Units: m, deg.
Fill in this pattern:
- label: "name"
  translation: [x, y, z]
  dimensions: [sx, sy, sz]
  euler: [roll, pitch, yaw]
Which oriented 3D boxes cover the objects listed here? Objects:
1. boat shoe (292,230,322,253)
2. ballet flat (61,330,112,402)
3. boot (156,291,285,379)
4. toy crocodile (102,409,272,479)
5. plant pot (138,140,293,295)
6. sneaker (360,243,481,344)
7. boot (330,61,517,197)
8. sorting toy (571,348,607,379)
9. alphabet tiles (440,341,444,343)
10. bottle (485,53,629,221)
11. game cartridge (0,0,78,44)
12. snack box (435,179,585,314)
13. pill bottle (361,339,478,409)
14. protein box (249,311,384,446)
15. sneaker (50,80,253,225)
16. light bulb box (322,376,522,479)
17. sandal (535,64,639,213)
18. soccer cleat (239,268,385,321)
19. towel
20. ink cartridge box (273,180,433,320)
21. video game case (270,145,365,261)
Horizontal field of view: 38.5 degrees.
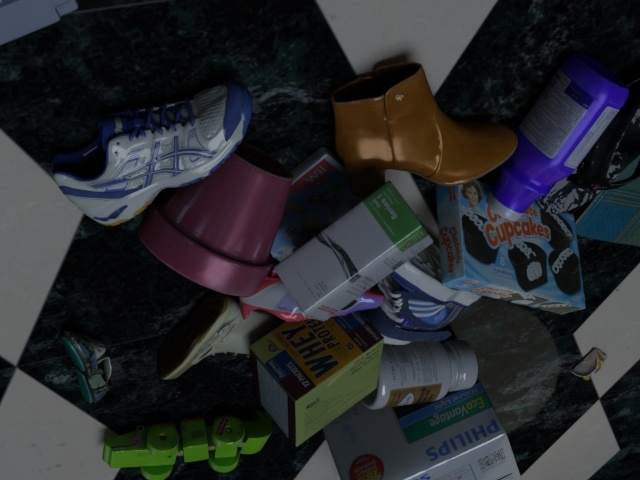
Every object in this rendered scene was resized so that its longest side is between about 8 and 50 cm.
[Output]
- label: "boat shoe"
  translation: [0.000, 0.000, 1.525]
  dimensions: [0.100, 0.035, 0.035]
  euler: [-13, 111, -7]
- label: "ballet flat"
  translation: [-0.397, 0.205, 1.580]
  dimensions: [0.070, 0.070, 0.188]
  euler: [-13, 140, -13]
- label: "boot"
  translation: [-0.179, 0.187, 1.646]
  dimensions: [0.165, 0.077, 0.213]
  euler: [20, 123, -42]
- label: "toy crocodile"
  translation: [-0.260, 0.398, 1.824]
  dimensions: [0.341, 0.105, 0.115]
  euler: [-3, 136, -16]
- label: "plant pot"
  translation: [-0.137, -0.047, 1.338]
  dimensions: [0.201, 0.201, 0.180]
  euler: [19, 108, -39]
- label: "sneaker"
  translation: [0.128, 0.106, 1.638]
  dimensions: [0.236, 0.130, 0.323]
  euler: [-36, 149, 21]
- label: "boot"
  translation: [0.165, -0.182, 1.390]
  dimensions: [0.295, 0.104, 0.211]
  euler: [-16, 138, -6]
- label: "sorting toy"
  translation: [0.656, 0.297, 2.195]
  dimensions: [0.075, 0.045, 0.083]
  euler: [-4, 140, -50]
- label: "alphabet tiles"
  translation: [0.132, 0.226, 1.885]
  dimensions: [0.198, 0.009, 0.237]
  euler: [-35, 139, 13]
- label: "bottle"
  translation: [0.373, -0.159, 1.485]
  dimensions: [0.092, 0.118, 0.282]
  euler: [11, 123, -35]
- label: "game cartridge"
  translation: [-0.414, -0.335, 0.988]
  dimensions: [0.196, 0.060, 0.294]
  euler: [-25, 140, -4]
- label: "snack box"
  translation: [0.337, 0.012, 1.615]
  dimensions: [0.322, 0.187, 0.060]
  euler: [14, 155, -36]
- label: "pill bottle"
  translation: [0.193, 0.262, 1.844]
  dimensions: [0.229, 0.131, 0.131]
  euler: [-4, 136, -23]
- label: "protein box"
  translation: [-0.008, 0.232, 1.664]
  dimensions: [0.200, 0.136, 0.201]
  euler: [-33, 152, -21]
- label: "sneaker"
  translation: [-0.231, -0.132, 1.247]
  dimensions: [0.296, 0.111, 0.131]
  euler: [-34, 138, 11]
- label: "light bulb box"
  translation: [0.233, 0.478, 2.034]
  dimensions: [0.358, 0.225, 0.361]
  euler: [-25, 141, 1]
- label: "sandal"
  translation: [0.528, -0.192, 1.524]
  dimensions: [0.168, 0.107, 0.446]
  euler: [32, 119, -27]
- label: "soccer cleat"
  translation: [-0.017, 0.101, 1.547]
  dimensions: [0.248, 0.083, 0.095]
  euler: [7, 95, 7]
- label: "towel"
  translation: [0.668, -0.093, 1.777]
  dimensions: [0.370, 0.040, 0.271]
  euler: [8, 130, -33]
- label: "ink cartridge box"
  translation: [0.054, 0.021, 1.402]
  dimensions: [0.219, 0.092, 0.160]
  euler: [-36, 166, 5]
- label: "video game case"
  translation: [0.012, -0.024, 1.546]
  dimensions: [0.204, 0.025, 0.285]
  euler: [-38, 137, 16]
